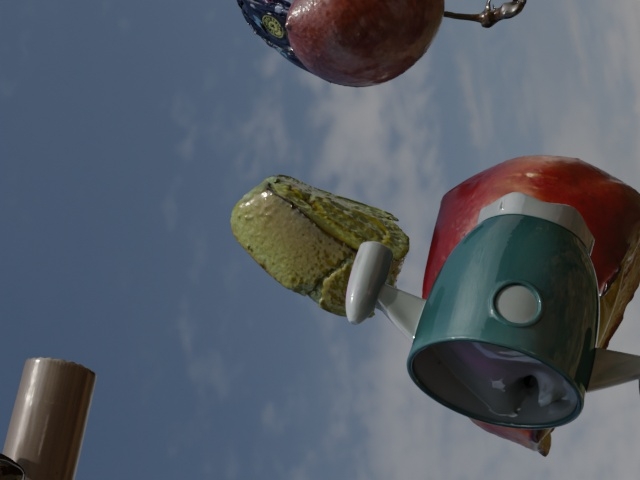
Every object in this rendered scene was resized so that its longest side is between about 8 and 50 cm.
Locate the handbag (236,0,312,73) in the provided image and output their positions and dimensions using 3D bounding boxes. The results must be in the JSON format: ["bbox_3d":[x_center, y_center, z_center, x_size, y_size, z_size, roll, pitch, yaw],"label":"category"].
[{"bbox_3d":[-0.024,-0.310,1.773,0.113,0.260,0.162,-47,-44,-7],"label":"handbag"}]

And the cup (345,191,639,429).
[{"bbox_3d":[0.174,0.057,1.158,0.167,0.299,0.173,92,-165,-60],"label":"cup"}]

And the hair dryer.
[{"bbox_3d":[-0.121,0.198,0.905,0.220,0.053,0.195,16,-107,-22],"label":"hair dryer"}]

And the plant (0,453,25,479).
[{"bbox_3d":[-0.304,0.144,0.691,0.320,0.181,0.194,40,-153,-71],"label":"plant"}]

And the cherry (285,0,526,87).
[{"bbox_3d":[0.067,-0.167,0.918,0.225,0.107,0.090,-20,-111,-36],"label":"cherry"}]

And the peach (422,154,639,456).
[{"bbox_3d":[0.251,0.073,1.445,0.281,0.281,0.338,43,-147,-48],"label":"peach"}]

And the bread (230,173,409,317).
[{"bbox_3d":[0.000,0.000,1.856,0.124,0.257,0.186,-65,-4,22],"label":"bread"}]
